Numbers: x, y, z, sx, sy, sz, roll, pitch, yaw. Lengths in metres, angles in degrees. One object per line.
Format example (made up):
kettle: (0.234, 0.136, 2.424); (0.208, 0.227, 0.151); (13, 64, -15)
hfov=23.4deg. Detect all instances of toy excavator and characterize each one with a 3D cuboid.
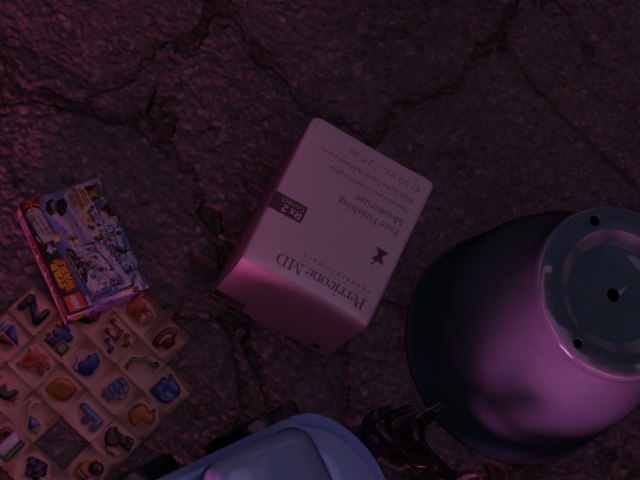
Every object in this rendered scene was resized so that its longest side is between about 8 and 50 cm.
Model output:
toy excavator: (-0.100, 0.282, 1.365); (0.432, 0.445, 0.222); (-23, 81, -23)

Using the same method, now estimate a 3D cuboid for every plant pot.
plant pot: (0.260, 0.084, 1.650); (0.271, 0.255, 0.272); (5, 71, -16)

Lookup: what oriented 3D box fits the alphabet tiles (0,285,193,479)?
alphabet tiles: (-0.254, 0.141, 1.600); (0.198, 0.009, 0.237); (44, 65, 0)

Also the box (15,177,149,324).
box: (-0.251, 0.010, 1.624); (0.094, 0.027, 0.137); (-19, 73, -23)

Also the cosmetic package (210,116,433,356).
cosmetic package: (0.000, 0.000, 1.647); (0.151, 0.151, 0.184); (28, 67, -7)

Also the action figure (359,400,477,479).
action figure: (0.140, 0.287, 1.570); (0.164, 0.141, 0.276); (23, 33, -55)
